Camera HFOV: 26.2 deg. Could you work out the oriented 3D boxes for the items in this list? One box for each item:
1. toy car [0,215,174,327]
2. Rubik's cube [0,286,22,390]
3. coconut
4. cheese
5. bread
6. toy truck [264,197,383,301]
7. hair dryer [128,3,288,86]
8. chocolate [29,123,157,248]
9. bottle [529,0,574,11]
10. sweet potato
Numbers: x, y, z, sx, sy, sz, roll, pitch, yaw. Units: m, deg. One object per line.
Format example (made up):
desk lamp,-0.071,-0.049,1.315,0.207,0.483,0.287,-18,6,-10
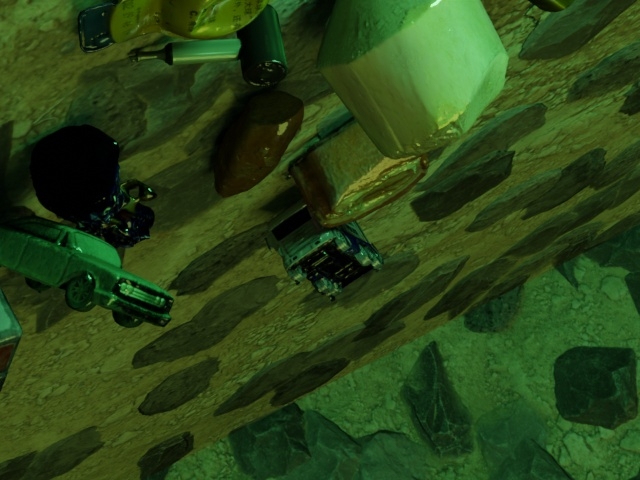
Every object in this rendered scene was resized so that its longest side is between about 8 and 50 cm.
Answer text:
toy car,-0.341,0.029,1.797,0.141,0.320,0.097,29,81,-55
Rubik's cube,-0.562,0.097,1.598,0.304,0.301,0.305,-17,159,-34
coconut,0.115,-0.259,1.846,0.239,0.244,0.239,-29,-159,12
cheese,-0.154,-0.281,1.604,0.270,0.069,0.177,-22,159,-17
bread,0.069,-0.123,2.296,0.244,0.123,0.190,-31,164,5
toy truck,0.000,0.000,2.470,0.124,0.155,0.268,-35,159,11
hair dryer,-0.144,-0.244,1.729,0.197,0.100,0.057,-6,152,-13
chocolate,-0.297,-0.046,1.911,0.148,0.126,0.343,-12,163,2
bottle,0.297,-0.398,1.983,0.082,0.082,0.286,-37,161,19
sweet potato,-0.103,-0.140,2.048,0.097,0.097,0.252,-18,163,-34
